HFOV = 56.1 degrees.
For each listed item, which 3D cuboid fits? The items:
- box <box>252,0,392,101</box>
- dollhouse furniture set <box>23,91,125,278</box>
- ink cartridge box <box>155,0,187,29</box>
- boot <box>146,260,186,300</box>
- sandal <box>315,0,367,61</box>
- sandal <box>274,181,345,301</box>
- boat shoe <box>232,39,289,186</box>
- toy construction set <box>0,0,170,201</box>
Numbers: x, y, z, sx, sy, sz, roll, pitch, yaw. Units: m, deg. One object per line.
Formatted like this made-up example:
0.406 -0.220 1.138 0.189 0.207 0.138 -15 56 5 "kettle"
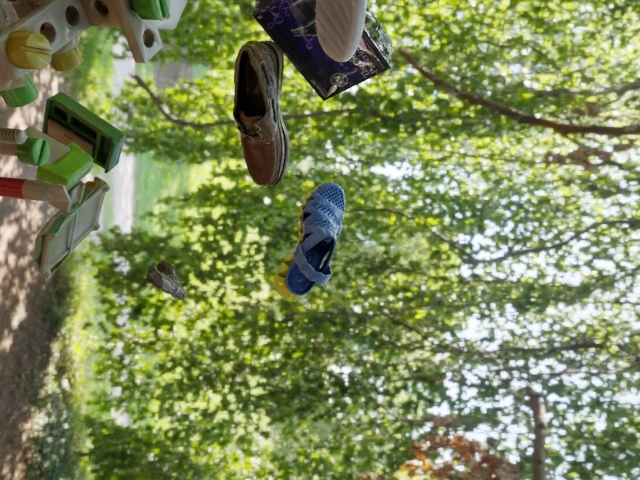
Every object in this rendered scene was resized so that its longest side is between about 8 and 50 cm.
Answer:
0.010 -0.450 1.283 0.184 0.261 0.103 -18 -133 32 "box"
-0.529 -0.101 1.185 0.301 0.151 0.197 -57 -177 42 "dollhouse furniture set"
-0.225 -0.409 0.856 0.198 0.067 0.115 -64 174 21 "ink cartridge box"
-0.321 0.067 1.199 0.106 0.037 0.114 47 0 24 "boot"
0.049 -0.340 0.682 0.102 0.076 0.265 41 -43 36 "sandal"
0.000 0.000 1.478 0.138 0.126 0.317 -13 -123 59 "sandal"
-0.136 -0.251 1.237 0.104 0.111 0.307 -43 134 -59 "boat shoe"
-0.291 -0.191 0.637 0.257 0.237 0.308 -54 150 -66 "toy construction set"
